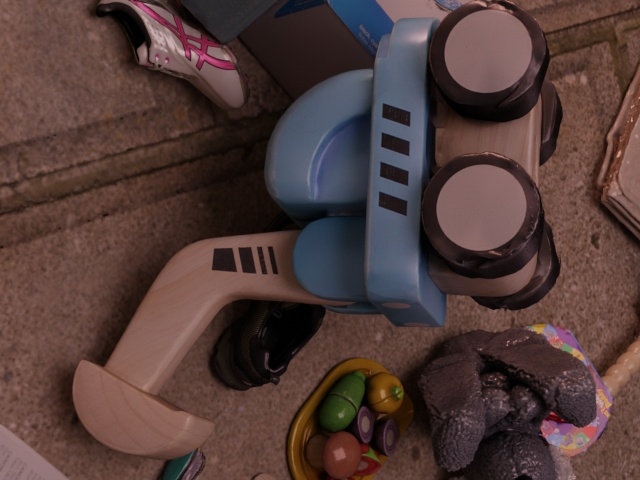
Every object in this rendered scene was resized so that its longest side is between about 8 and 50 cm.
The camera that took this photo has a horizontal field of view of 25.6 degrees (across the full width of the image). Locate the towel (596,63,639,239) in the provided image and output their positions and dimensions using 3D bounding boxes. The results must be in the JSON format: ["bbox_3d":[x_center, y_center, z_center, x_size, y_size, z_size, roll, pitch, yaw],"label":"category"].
[{"bbox_3d":[0.477,-0.124,1.939,0.187,0.049,0.282,41,62,-30],"label":"towel"}]

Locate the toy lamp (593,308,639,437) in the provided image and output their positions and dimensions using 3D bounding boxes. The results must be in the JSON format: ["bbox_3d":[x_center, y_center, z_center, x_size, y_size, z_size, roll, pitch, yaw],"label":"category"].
[{"bbox_3d":[0.411,0.151,1.850,0.274,0.080,0.080,-38,109,-32],"label":"toy lamp"}]

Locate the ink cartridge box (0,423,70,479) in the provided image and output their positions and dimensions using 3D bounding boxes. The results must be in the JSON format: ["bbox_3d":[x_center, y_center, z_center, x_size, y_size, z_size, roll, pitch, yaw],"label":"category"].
[{"bbox_3d":[-0.291,0.383,1.306,0.385,0.091,0.308,53,56,-42],"label":"ink cartridge box"}]

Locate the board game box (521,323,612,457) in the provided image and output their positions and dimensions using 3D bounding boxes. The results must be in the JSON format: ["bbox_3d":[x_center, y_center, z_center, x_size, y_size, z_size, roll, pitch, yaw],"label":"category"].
[{"bbox_3d":[0.285,0.183,1.727,0.133,0.033,0.169,-31,87,-14],"label":"board game box"}]

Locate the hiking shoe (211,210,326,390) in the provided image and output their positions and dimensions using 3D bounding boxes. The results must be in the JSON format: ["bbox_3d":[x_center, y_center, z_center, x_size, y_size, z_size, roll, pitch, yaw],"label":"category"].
[{"bbox_3d":[-0.025,0.057,1.492,0.086,0.114,0.227,34,67,-32],"label":"hiking shoe"}]

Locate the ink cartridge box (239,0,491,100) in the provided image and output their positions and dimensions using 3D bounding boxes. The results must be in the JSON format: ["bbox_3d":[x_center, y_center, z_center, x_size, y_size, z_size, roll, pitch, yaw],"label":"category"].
[{"bbox_3d":[0.060,-0.266,1.546,0.168,0.171,0.233,47,61,-26],"label":"ink cartridge box"}]

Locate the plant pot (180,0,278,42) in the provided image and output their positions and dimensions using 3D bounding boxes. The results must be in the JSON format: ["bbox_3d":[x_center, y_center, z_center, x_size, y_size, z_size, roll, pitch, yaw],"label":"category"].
[{"bbox_3d":[-0.053,-0.397,1.379,0.247,0.252,0.248,44,50,-19],"label":"plant pot"}]

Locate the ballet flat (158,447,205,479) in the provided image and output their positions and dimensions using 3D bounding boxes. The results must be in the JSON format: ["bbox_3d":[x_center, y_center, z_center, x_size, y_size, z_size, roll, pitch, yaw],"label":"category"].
[{"bbox_3d":[-0.152,0.257,1.429,0.041,0.041,0.114,50,60,-24],"label":"ballet flat"}]

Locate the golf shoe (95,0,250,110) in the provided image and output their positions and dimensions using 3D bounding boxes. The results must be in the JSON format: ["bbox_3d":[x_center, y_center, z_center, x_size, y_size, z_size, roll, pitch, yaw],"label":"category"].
[{"bbox_3d":[-0.152,-0.195,1.447,0.186,0.067,0.086,47,65,-15],"label":"golf shoe"}]

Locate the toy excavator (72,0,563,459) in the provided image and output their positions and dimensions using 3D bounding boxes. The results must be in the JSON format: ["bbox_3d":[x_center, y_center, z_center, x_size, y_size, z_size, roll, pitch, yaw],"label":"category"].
[{"bbox_3d":[0.000,0.000,1.360,0.222,0.445,0.433,41,51,-71],"label":"toy excavator"}]

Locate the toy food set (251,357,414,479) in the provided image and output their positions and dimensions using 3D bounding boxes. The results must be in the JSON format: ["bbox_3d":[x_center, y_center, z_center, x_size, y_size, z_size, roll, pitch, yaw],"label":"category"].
[{"bbox_3d":[0.037,0.226,1.555,0.128,0.071,0.218,52,59,-23],"label":"toy food set"}]

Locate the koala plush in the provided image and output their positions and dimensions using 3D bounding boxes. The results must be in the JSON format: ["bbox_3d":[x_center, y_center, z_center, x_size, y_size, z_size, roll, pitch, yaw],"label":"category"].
[{"bbox_3d":[0.214,0.233,1.635,0.196,0.203,0.221,-18,112,-7],"label":"koala plush"}]
